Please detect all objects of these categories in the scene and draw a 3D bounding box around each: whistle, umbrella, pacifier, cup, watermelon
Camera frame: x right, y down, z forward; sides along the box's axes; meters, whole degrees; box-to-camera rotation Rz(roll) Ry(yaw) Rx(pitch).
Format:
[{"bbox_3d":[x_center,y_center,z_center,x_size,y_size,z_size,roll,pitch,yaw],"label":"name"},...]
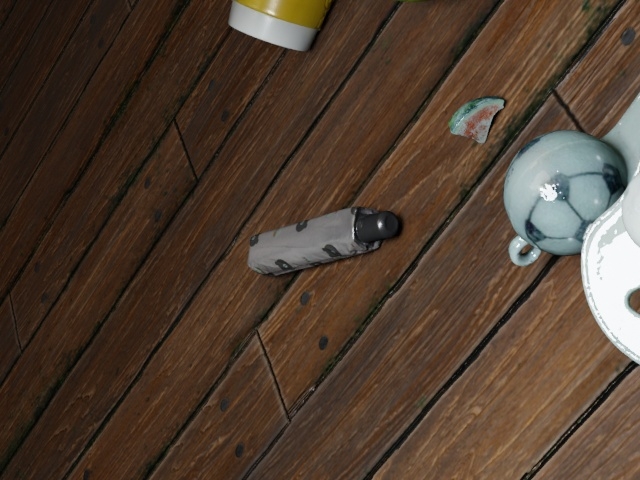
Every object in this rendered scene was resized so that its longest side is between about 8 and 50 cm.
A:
[{"bbox_3d":[0.312,-0.084,1.658,0.289,0.163,0.163,-57,37,23],"label":"whistle"},{"bbox_3d":[0.000,0.000,2.143,0.337,0.067,0.073,-15,77,51],"label":"umbrella"},{"bbox_3d":[0.398,-0.016,1.423,0.288,0.269,0.343,28,103,31],"label":"pacifier"},{"bbox_3d":[-0.049,-0.447,2.348,0.241,0.185,0.226,-67,-3,-78],"label":"cup"},{"bbox_3d":[0.221,-0.165,1.933,0.085,0.085,0.061,-13,106,52],"label":"watermelon"}]
